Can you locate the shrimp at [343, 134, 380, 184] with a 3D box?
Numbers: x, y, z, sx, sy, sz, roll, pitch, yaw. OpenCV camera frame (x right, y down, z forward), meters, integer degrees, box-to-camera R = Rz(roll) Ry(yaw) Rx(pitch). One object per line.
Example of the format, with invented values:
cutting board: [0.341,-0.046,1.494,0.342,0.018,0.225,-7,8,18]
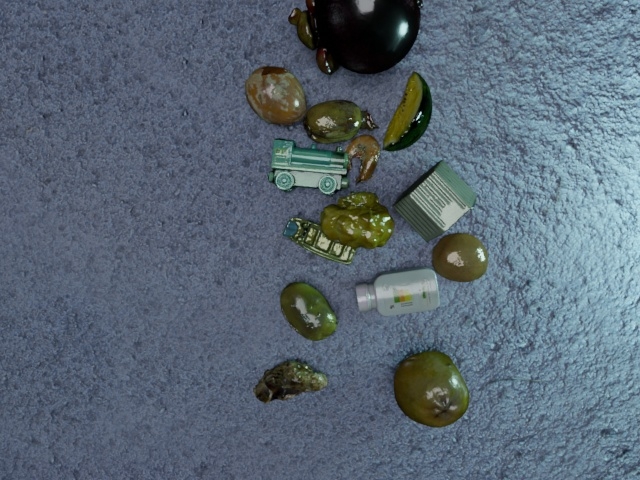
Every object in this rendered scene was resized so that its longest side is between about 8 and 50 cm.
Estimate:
shrimp: [0.149,-0.297,1.696,0.133,0.052,0.187,14,93,23]

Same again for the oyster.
oyster: [-0.131,0.565,1.783,0.294,0.094,0.166,-32,102,12]

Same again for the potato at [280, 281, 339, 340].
potato: [-0.050,0.266,1.714,0.169,0.143,0.248,-39,92,-4]

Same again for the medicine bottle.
medicine bottle: [0.281,0.193,1.705,0.297,0.111,0.161,-7,96,5]

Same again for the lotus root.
lotus root: [0.075,-0.424,1.631,0.278,0.154,0.153,-7,96,-8]

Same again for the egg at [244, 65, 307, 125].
egg: [-0.154,-0.506,1.614,0.233,0.195,0.194,34,97,2]

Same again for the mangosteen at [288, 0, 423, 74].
mangosteen: [0.108,-0.726,1.499,0.436,0.382,0.381,-16,95,21]

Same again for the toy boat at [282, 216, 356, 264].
toy boat: [-0.001,-0.001,1.716,0.277,0.084,0.111,23,94,-3]

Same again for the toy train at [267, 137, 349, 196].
toy train: [-0.040,-0.264,1.668,0.299,0.120,0.194,6,92,5]

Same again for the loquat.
loquat: [0.392,0.540,1.652,0.276,0.284,0.275,0,95,-3]

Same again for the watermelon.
watermelon: [0.324,-0.450,1.654,0.129,0.123,0.301,29,99,32]

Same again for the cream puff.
cream puff: [0.130,-0.088,1.605,0.282,0.282,0.185,10,112,2]

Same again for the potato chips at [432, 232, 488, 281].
potato chips: [0.523,0.070,1.702,0.208,0.062,0.195,43,95,0]

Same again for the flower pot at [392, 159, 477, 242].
flower pot: [0.400,-0.137,1.612,0.189,0.209,0.239,45,98,-1]
